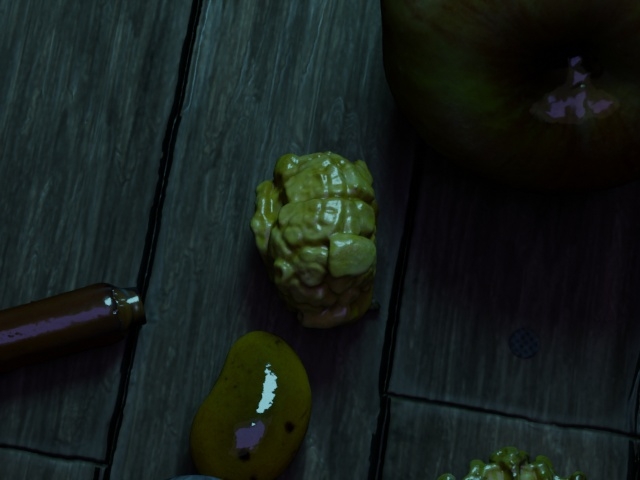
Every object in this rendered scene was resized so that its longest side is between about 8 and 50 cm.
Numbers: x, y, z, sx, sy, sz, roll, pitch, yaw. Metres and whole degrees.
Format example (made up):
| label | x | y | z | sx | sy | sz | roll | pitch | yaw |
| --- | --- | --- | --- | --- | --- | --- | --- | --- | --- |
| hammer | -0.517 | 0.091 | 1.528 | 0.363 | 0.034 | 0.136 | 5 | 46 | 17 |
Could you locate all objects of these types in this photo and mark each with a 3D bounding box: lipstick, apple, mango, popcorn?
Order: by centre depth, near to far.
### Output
| label | x | y | z | sx | sy | sz | roll | pitch | yaw |
| --- | --- | --- | --- | --- | --- | --- | --- | --- | --- |
| lipstick | -0.390 | 0.121 | 1.777 | 0.418 | 0.077 | 0.077 | -14 | 76 | -12 |
| mango | -0.068 | 0.185 | 1.794 | 0.115 | 0.090 | 0.178 | 23 | 65 | 8 |
| apple | 0.253 | -0.247 | 1.804 | 0.400 | 0.400 | 0.333 | 7 | 32 | -5 |
| popcorn | -0.003 | -0.002 | 1.817 | 0.140 | 0.163 | 0.194 | -2 | 86 | 9 |

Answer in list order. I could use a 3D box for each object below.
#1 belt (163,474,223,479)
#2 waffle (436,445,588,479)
| label | x | y | z | sx | sy | sz | roll | pitch | yaw |
| --- | --- | --- | --- | --- | --- | --- | --- | --- | --- |
| belt | -0.192 | 0.369 | 1.679 | 0.347 | 0.117 | 0.212 | -26 | 67 | 0 |
| waffle | 0.211 | 0.350 | 1.795 | 0.249 | 0.056 | 0.253 | 30 | 71 | 3 |
